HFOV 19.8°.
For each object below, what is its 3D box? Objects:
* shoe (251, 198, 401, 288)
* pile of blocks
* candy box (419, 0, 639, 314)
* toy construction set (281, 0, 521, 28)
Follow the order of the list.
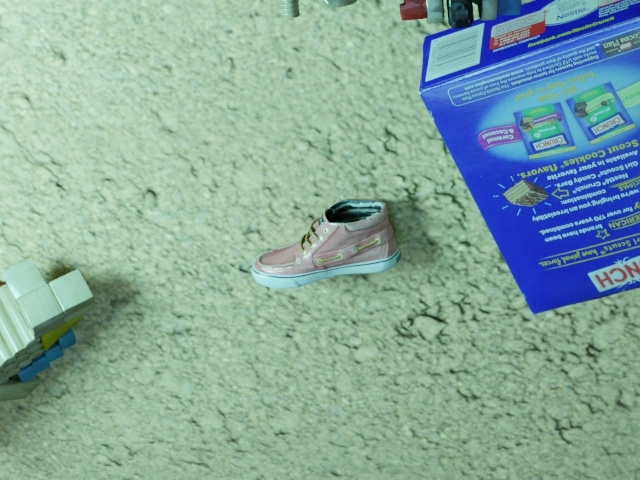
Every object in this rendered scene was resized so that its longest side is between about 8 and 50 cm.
[{"bbox_3d":[0.000,0.000,2.124,0.178,0.063,0.081,-8,125,11],"label":"shoe"},{"bbox_3d":[-0.413,0.129,2.296,0.362,0.149,0.113,-39,70,24],"label":"pile of blocks"},{"bbox_3d":[0.285,-0.099,1.901,0.268,0.122,0.317,-16,122,21],"label":"candy box"},{"bbox_3d":[0.083,-0.343,1.761,0.308,0.257,0.237,2,112,23],"label":"toy construction set"}]
